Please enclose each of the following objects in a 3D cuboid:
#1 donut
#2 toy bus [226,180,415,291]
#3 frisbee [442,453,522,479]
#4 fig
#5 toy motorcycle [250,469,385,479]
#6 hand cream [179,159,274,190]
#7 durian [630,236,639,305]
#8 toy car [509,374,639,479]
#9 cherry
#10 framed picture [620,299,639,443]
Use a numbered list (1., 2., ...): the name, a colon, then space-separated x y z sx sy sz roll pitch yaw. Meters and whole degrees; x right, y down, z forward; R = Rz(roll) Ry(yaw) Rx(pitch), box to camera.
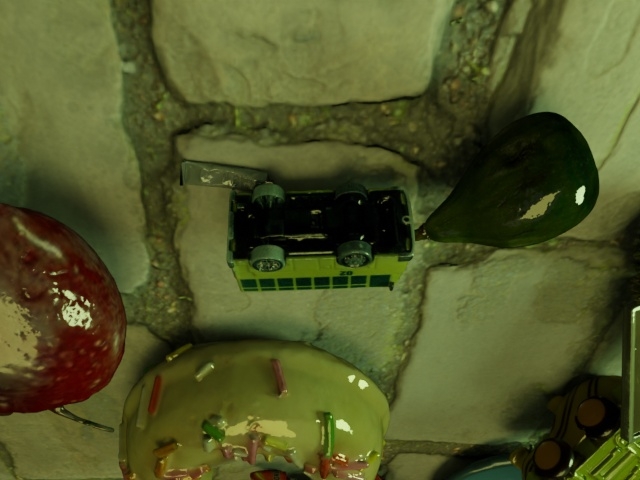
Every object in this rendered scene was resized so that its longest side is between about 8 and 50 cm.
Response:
1. donut: -0.089 0.260 0.756 0.371 0.150 0.307 -5 131 1
2. toy bus: 0.000 0.000 0.566 0.175 0.088 0.101 -2 151 -1
3. frisbee: 0.340 0.450 1.023 0.290 0.049 0.289 0 129 0
4. fig: 0.172 -0.036 0.531 0.177 0.117 0.117 -34 127 3
5. toy motorcycle: 0.022 0.468 0.967 0.298 0.089 0.171 6 105 -6
6. hand cream: -0.093 -0.062 0.563 0.093 0.019 0.030 8 132 -2
7. durian: 0.411 0.005 0.625 0.187 0.119 0.108 -15 94 -6
8. toy car: 0.402 0.305 0.839 0.200 0.142 0.248 41 98 -22
9. cherry: -0.289 0.066 0.551 0.192 0.175 0.249 11 128 4
10. framed picture: 0.442 0.147 0.714 0.150 0.015 0.203 -18 112 -14
